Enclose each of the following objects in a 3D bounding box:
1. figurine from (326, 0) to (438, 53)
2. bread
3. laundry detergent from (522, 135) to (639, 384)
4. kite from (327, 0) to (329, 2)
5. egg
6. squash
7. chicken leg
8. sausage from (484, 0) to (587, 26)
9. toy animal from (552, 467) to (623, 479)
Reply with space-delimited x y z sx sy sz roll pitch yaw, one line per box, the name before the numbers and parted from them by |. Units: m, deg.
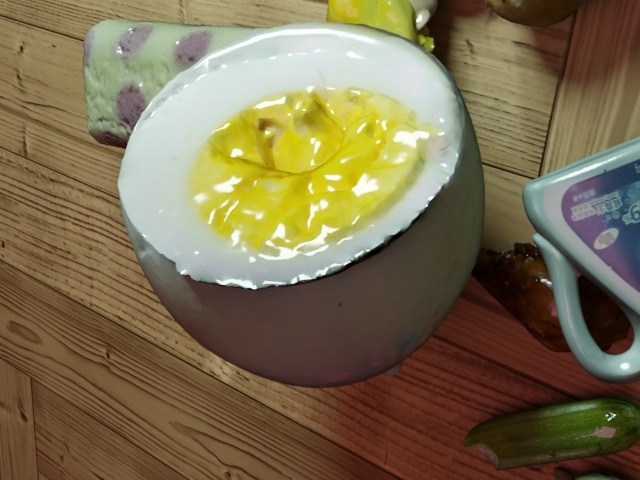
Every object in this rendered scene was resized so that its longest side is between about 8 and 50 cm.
figurine | 0.091 -0.270 0.939 0.246 0.131 0.156 -45 57 27
bread | -0.167 -0.198 1.145 0.338 0.155 0.187 14 112 35
laundry detergent | 0.335 0.040 0.835 0.215 0.105 0.280 -21 93 12
kite | 0.025 -0.361 1.022 0.159 0.010 0.190 31 126 24
egg | 0.000 0.000 0.920 0.354 0.354 0.340 25 153 29
squash | 0.270 0.232 1.021 0.239 0.069 0.069 -22 93 41
chicken leg | 0.209 0.042 0.989 0.304 0.093 0.113 25 133 34
sausage | 0.271 -0.361 0.680 0.136 0.123 0.501 32 143 -4
toy animal | 0.331 0.314 1.009 0.098 0.137 0.098 -1 107 -4
